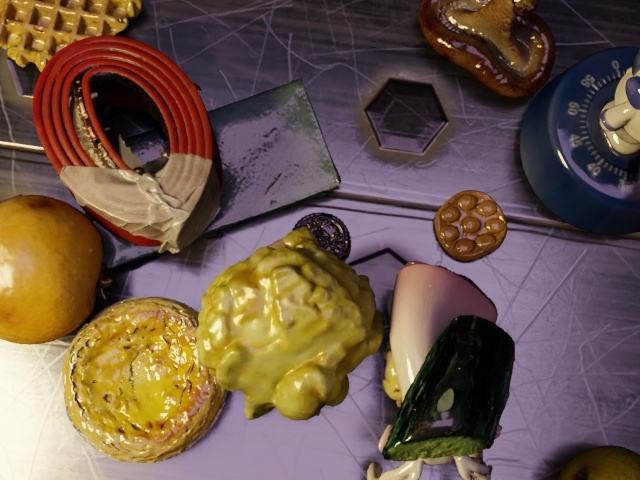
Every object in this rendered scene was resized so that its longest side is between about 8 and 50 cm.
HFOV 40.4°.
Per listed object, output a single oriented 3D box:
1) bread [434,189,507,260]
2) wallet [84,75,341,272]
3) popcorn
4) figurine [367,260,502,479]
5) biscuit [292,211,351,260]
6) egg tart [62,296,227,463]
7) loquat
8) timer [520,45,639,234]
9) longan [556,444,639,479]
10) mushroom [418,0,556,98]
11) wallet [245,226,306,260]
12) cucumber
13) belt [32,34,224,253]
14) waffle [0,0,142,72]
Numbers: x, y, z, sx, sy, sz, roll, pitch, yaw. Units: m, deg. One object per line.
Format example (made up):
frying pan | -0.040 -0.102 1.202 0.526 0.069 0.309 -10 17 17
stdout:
bread | 0.225 -0.023 1.300 0.110 0.024 0.110 0 78 -1
wallet | -0.173 -0.099 1.297 0.379 0.046 0.190 -20 81 -4
popcorn | -0.038 0.110 1.154 0.256 0.195 0.255 -4 92 -12
figurine | 0.160 0.236 1.163 0.206 0.284 0.315 7 54 10
biscuit | 0.000 0.000 1.290 0.089 0.027 0.087 -32 81 -7
egg tart | -0.242 0.194 1.216 0.234 0.094 0.234 0 76 0
loquat | -0.394 0.038 1.194 0.208 0.208 0.208 0 79 -1
timer | 0.440 -0.173 1.151 0.270 0.383 0.270 0 79 -1
longan | 0.396 0.362 1.181 0.155 0.176 0.145 -45 40 12
mushroom | 0.254 -0.328 1.260 0.227 0.217 0.148 30 81 7
wallet | -0.034 0.070 1.261 0.118 0.039 0.152 -31 92 3
cucumber | 0.158 0.177 1.012 0.115 0.086 0.193 18 60 20
belt | -0.258 -0.134 1.215 0.227 0.115 0.324 -34 74 -9
waffle | -0.406 -0.383 1.343 0.253 0.056 0.249 -22 80 -4
